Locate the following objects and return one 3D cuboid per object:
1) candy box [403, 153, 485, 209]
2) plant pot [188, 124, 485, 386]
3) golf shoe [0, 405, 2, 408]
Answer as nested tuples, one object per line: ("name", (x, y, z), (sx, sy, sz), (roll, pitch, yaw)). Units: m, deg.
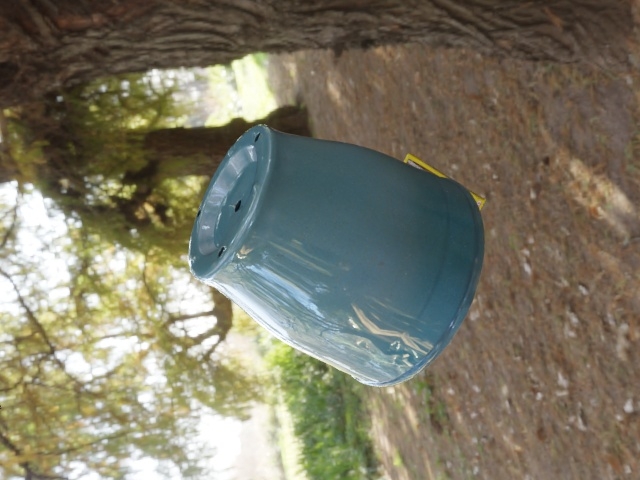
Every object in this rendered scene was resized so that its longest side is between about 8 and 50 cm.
("candy box", (0.202, -0.072, 1.189), (0.206, 0.027, 0.105), (44, 116, 49))
("plant pot", (0.000, 0.000, 0.757), (0.271, 0.255, 0.272), (-43, 34, 38))
("golf shoe", (-0.444, 0.201, 0.761), (0.067, 0.086, 0.186), (50, 165, 12))
